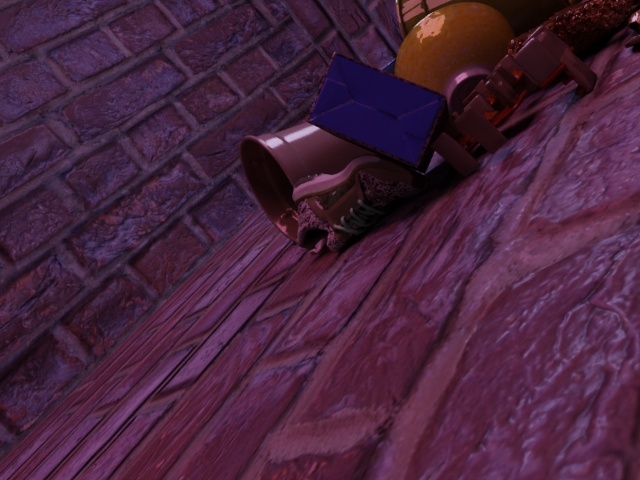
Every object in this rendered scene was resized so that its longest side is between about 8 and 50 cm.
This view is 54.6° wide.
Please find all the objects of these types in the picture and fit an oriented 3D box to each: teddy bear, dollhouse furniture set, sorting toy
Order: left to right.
[{"bbox_3d":[0.000,0.000,1.522,0.075,0.044,0.083,-64,18,-16],"label":"sorting toy"},{"bbox_3d":[0.363,-0.255,1.165,0.259,0.135,0.262,-45,4,46],"label":"dollhouse furniture set"},{"bbox_3d":[0.548,-0.440,1.299,0.338,0.113,0.245,-38,14,-32],"label":"teddy bear"}]

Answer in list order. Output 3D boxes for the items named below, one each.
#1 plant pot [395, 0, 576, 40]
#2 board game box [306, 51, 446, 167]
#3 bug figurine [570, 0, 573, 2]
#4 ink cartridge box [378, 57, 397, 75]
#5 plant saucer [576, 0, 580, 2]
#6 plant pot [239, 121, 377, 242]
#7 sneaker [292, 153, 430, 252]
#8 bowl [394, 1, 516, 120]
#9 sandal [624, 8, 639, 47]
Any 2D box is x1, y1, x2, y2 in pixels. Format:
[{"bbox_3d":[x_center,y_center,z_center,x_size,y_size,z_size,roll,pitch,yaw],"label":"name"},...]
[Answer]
[{"bbox_3d":[0.434,-0.560,1.550,0.353,0.367,0.366,-22,19,34],"label":"plant pot"},{"bbox_3d":[0.131,-0.250,1.278,0.141,0.232,0.291,-67,-9,9],"label":"board game box"},{"bbox_3d":[0.561,-0.652,1.312,0.072,0.279,0.216,-2,16,18],"label":"bug figurine"},{"bbox_3d":[0.196,-0.362,1.773,0.171,0.233,0.168,-42,13,-10],"label":"ink cartridge box"},{"bbox_3d":[0.789,-0.755,1.895,0.168,0.029,0.168,-39,12,9],"label":"plant saucer"},{"bbox_3d":[-0.013,-0.211,1.762,0.305,0.334,0.334,-32,8,-20],"label":"plant pot"},{"bbox_3d":[0.077,-0.059,1.348,0.410,0.158,0.182,-14,62,55],"label":"sneaker"},{"bbox_3d":[0.324,-0.364,1.399,0.289,0.289,0.156,-35,42,23],"label":"bowl"},{"bbox_3d":[0.579,-0.394,1.096,0.180,0.049,0.072,-47,13,-32],"label":"sandal"}]
